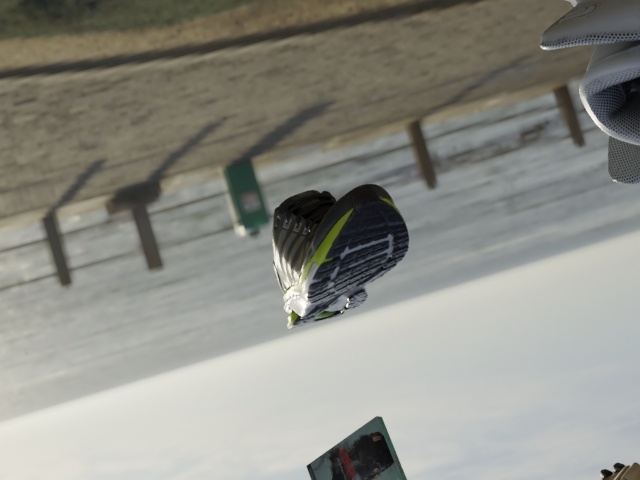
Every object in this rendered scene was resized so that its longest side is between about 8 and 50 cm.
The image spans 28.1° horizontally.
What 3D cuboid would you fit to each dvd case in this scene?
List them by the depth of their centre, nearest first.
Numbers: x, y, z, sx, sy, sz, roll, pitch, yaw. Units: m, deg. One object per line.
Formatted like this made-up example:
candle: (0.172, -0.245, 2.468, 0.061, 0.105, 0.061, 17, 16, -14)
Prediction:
dvd case: (0.041, 0.268, 1.467, 0.119, 0.087, 0.013, -39, 147, 29)

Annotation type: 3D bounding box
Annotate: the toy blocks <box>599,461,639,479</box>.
toy blocks: (0.463, 0.213, 1.207, 0.309, 0.260, 0.288, -45, 175, -24)

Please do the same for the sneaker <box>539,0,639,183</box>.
sneaker: (0.200, -0.162, 0.843, 0.210, 0.137, 0.365, -45, -149, -16)

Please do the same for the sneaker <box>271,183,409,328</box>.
sneaker: (0.000, 0.000, 1.299, 0.111, 0.121, 0.300, -20, 167, -20)
